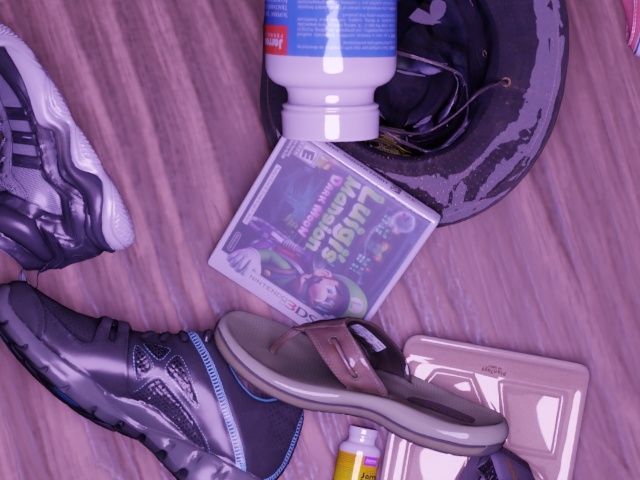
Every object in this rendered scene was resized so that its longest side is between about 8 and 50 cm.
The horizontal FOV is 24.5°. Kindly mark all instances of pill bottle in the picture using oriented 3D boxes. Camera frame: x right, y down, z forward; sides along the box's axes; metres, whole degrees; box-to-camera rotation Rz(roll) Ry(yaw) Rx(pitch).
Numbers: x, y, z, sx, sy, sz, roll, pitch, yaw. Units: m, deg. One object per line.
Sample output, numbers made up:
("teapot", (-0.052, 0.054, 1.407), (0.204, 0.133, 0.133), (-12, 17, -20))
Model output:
("pill bottle", (0.010, -0.205, 1.356), (0.124, 0.124, 0.221), (0, 99, -1))
("pill bottle", (0.036, 0.230, 1.494), (0.043, 0.043, 0.083), (11, 87, 0))

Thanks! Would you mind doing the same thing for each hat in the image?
("hat", (0.097, -0.183, 1.478), (0.331, 0.134, 0.331), (2, 100, 9))

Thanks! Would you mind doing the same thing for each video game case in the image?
("video game case", (0.000, 0.000, 1.468), (0.173, 0.022, 0.190), (33, 121, 1))

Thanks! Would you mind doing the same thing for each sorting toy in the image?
("sorting toy", (0.163, 0.211, 1.505), (0.193, 0.038, 0.208), (10, 91, 0))

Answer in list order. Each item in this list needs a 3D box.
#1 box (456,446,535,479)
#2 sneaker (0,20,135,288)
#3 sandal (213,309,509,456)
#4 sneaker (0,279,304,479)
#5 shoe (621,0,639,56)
("box", (0.128, 0.318, 1.400), (0.056, 0.183, 0.231), (30, 99, -5))
("sneaker", (-0.309, -0.081, 1.476), (0.153, 0.101, 0.268), (-31, 90, -5))
("sandal", (0.044, 0.121, 1.438), (0.302, 0.120, 0.086), (18, 110, 10))
("sneaker", (-0.174, 0.133, 1.470), (0.341, 0.125, 0.140), (37, 77, -7))
("shoe", (0.313, -0.279, 1.524), (0.081, 0.063, 0.178), (8, 81, 1))
